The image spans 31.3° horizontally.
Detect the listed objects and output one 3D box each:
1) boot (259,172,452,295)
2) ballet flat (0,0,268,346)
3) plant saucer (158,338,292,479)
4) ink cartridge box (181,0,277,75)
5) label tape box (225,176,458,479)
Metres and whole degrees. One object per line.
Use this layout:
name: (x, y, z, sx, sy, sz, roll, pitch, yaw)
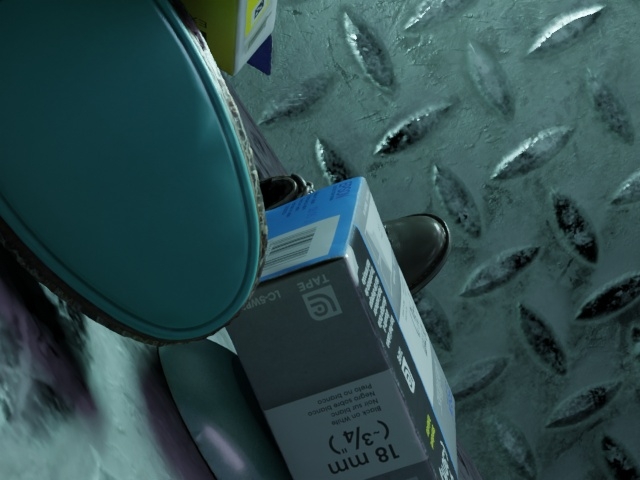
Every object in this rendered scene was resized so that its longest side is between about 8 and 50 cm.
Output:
boot: (0.000, 0.000, 1.152, 0.229, 0.263, 0.091, 66, 5, -62)
ballet flat: (-0.198, -0.150, 0.617, 0.483, 0.164, 0.182, 54, -12, -28)
plant saucer: (-0.054, 0.141, 0.859, 0.195, 0.037, 0.195, 57, 5, -7)
ink cartridge box: (-0.161, -0.223, 0.680, 0.303, 0.072, 0.307, 31, -21, 5)
label tape box: (0.043, 0.141, 0.895, 0.240, 0.105, 0.334, -73, 141, -73)
